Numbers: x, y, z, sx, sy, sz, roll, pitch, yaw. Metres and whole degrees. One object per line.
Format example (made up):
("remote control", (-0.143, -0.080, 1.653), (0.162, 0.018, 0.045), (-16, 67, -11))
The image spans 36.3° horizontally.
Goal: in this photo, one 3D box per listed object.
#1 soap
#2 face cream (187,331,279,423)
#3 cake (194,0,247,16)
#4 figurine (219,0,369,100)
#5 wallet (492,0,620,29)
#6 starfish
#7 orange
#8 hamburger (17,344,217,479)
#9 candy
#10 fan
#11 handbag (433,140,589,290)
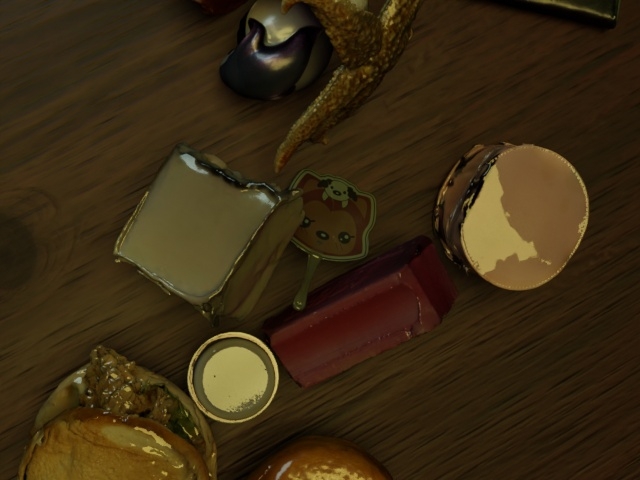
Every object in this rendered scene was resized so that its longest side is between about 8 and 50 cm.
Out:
("soap", (0.042, 0.103, 1.258), (0.250, 0.162, 0.099), (-29, 99, 21))
("face cream", (-0.114, 0.175, 1.260), (0.117, 0.104, 0.117), (0, 89, -10))
("cake", (-0.090, -0.416, 1.246), (0.283, 0.177, 0.151), (-43, 95, -14))
("figurine", (-0.031, -0.263, 1.273), (0.222, 0.145, 0.145), (-41, 96, -10))
("wallet", (0.280, -0.411, 1.376), (0.318, 0.045, 0.172), (9, 90, -10))
("starfish", (0.049, -0.241, 1.202), (0.094, 0.327, 0.375), (38, 90, 19))
("orange", (-0.008, 0.377, 1.237), (0.249, 0.183, 0.248), (2, 70, -5))
("hamburger", (-0.251, 0.276, 1.201), (0.243, 0.146, 0.285), (-15, 106, 8))
("candy", (-0.133, -0.005, 1.220), (0.185, 0.137, 0.195), (27, 84, 22))
("fan", (0.000, 0.000, 1.283), (0.132, 0.009, 0.220), (21, 57, -3))
("handbag", (0.255, -0.037, 1.326), (0.179, 0.116, 0.205), (29, 84, -8))
